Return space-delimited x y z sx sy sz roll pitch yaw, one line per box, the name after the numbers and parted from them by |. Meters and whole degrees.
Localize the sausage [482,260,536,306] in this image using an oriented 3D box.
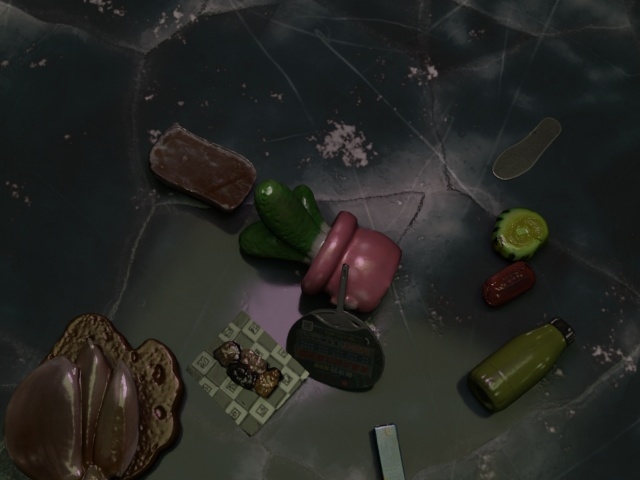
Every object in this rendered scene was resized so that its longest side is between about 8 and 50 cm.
0.436 0.102 1.995 0.141 0.076 0.076 -31 76 -12 | sausage

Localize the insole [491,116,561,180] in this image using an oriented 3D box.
0.520 -0.228 2.143 0.232 0.003 0.080 -41 79 -14 | insole

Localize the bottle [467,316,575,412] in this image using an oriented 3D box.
0.457 0.269 1.920 0.260 0.112 0.112 -35 77 -14 | bottle

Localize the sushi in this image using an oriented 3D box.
-0.167 0.291 1.893 0.215 0.050 0.192 42 84 11 | sushi

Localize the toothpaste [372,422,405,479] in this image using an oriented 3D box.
0.160 0.531 1.841 0.050 0.065 0.267 -8 73 -6 | toothpaste

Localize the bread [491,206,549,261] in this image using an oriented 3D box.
0.470 -0.013 2.034 0.130 0.071 0.139 27 71 2 | bread

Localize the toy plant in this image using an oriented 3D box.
0.003 0.006 1.897 0.356 0.317 0.211 33 66 0 | toy plant

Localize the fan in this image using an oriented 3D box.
0.014 0.204 1.875 0.223 0.012 0.294 -15 108 26 | fan

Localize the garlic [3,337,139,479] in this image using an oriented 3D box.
-0.507 0.374 1.755 0.278 0.132 0.325 -5 76 -3 | garlic

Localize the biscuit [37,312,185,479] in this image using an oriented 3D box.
-0.475 0.345 1.862 0.358 0.074 0.381 -8 71 -6 | biscuit

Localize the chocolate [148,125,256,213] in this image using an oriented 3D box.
-0.283 -0.156 2.034 0.253 0.080 0.157 27 58 4 | chocolate
